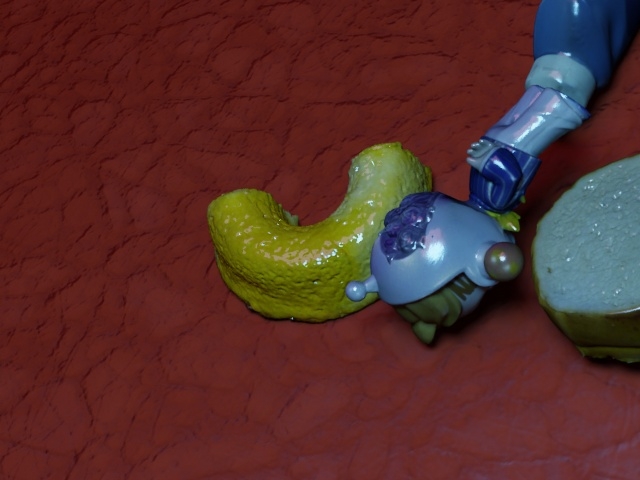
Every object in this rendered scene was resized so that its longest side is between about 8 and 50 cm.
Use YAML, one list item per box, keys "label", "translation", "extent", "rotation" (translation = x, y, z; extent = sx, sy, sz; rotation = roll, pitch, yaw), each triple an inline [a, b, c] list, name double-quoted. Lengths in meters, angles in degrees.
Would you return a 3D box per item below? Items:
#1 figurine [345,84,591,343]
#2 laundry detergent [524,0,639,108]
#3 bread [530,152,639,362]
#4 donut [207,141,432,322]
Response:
- label: "figurine"
  translation: [0.153, -0.030, 1.328]
  extent: [0.274, 0.133, 0.194]
  rotation: [-49, 19, 24]
- label: "laundry detergent"
  translation: [0.299, -0.253, 1.474]
  extent: [0.094, 0.143, 0.290]
  rotation: [14, 65, 28]
- label: "bread"
  translation: [0.308, 0.011, 1.284]
  extent: [0.236, 0.070, 0.236]
  rotation: [-19, 37, 15]
- label: "donut"
  translation: [0.006, 0.002, 1.446]
  extent: [0.259, 0.101, 0.152]
  rotation: [-18, 55, 6]
